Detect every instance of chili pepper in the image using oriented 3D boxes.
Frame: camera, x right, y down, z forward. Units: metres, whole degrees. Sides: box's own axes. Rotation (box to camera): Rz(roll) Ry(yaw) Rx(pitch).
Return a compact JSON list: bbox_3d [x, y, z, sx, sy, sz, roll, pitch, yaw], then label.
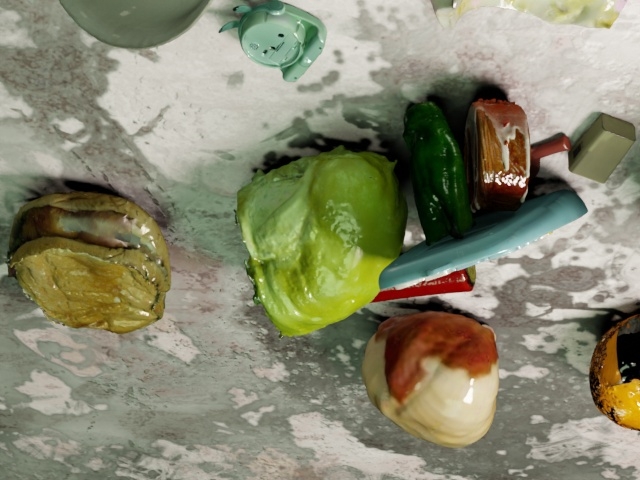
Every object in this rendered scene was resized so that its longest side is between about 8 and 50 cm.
[{"bbox_3d":[0.159,-0.092,1.745,0.061,0.224,0.098,11,147,-32],"label":"chili pepper"}]

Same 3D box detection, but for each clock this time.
[{"bbox_3d":[-0.067,-0.275,1.702,0.135,0.041,0.101,24,139,-19],"label":"clock"}]

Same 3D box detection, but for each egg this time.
[{"bbox_3d":[0.219,-0.353,1.466,0.271,0.162,0.206,-10,113,-29],"label":"egg"}]

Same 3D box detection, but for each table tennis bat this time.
[{"bbox_3d":[0.294,-0.119,1.849,0.155,0.019,0.098,-19,133,34],"label":"table tennis bat"}]

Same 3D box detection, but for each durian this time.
[{"bbox_3d":[0.000,0.000,1.907,0.340,0.204,0.256,-23,120,32],"label":"durian"}]

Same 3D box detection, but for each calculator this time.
[{"bbox_3d":[0.231,0.001,1.794,0.256,0.386,0.054,-19,94,30],"label":"calculator"}]

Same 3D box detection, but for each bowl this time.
[{"bbox_3d":[-0.180,-0.385,1.477,0.313,0.146,0.313,12,110,35],"label":"bowl"}]

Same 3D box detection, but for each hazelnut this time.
[{"bbox_3d":[0.211,0.229,2.155,0.261,0.241,0.261,30,150,20],"label":"hazelnut"}]

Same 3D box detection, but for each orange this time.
[{"bbox_3d":[0.563,0.223,2.093,0.235,0.182,0.234,-1,133,-1],"label":"orange"}]

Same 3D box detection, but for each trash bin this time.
[{"bbox_3d":[0.401,-0.132,1.797,0.061,0.043,0.092,19,137,-12],"label":"trash bin"}]

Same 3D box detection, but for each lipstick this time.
[{"bbox_3d":[0.130,0.059,2.051,0.241,0.080,0.080,-9,138,21],"label":"lipstick"}]

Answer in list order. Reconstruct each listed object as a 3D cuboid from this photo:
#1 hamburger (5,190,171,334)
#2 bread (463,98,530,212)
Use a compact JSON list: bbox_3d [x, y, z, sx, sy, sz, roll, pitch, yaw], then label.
[{"bbox_3d":[-0.375,0.032,2.069,0.266,0.134,0.285,4,147,-5],"label":"hamburger"},{"bbox_3d":[0.243,-0.117,1.750,0.073,0.160,0.160,1,141,-2],"label":"bread"}]
